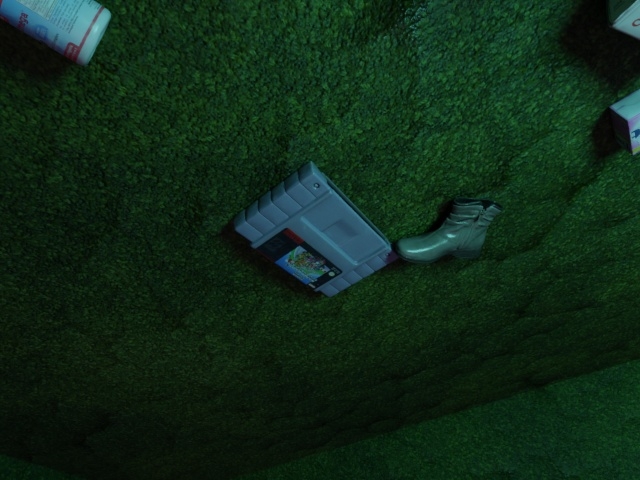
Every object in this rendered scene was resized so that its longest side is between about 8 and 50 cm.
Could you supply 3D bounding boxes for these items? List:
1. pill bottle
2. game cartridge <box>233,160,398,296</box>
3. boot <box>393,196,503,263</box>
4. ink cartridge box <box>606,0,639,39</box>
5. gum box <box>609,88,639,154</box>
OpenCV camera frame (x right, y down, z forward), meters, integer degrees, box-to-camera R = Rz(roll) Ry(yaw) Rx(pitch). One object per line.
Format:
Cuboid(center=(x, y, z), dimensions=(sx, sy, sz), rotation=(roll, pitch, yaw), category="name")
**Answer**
Cuboid(center=(-0.374, -0.315, 0.552), dimensions=(0.160, 0.087, 0.087), rotation=(27, 124, -32), category="pill bottle")
Cuboid(center=(0.000, 0.000, 0.971), dimensions=(0.230, 0.068, 0.355), rotation=(-36, 131, 17), category="game cartridge")
Cuboid(center=(0.299, -0.035, 0.996), dimensions=(0.246, 0.083, 0.161), rotation=(-4, 129, -16), category="boot")
Cuboid(center=(0.583, -0.370, 0.625), dimensions=(0.217, 0.092, 0.158), rotation=(16, 157, -9), category="ink cartridge box")
Cuboid(center=(0.699, -0.273, 0.838), dimensions=(0.188, 0.062, 0.107), rotation=(-32, 133, 20), category="gum box")
